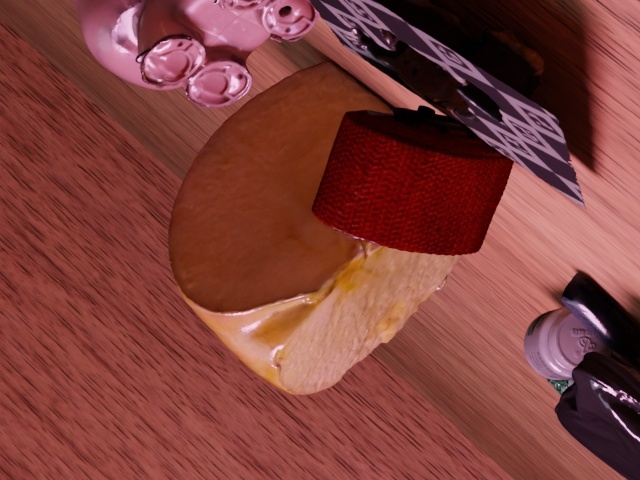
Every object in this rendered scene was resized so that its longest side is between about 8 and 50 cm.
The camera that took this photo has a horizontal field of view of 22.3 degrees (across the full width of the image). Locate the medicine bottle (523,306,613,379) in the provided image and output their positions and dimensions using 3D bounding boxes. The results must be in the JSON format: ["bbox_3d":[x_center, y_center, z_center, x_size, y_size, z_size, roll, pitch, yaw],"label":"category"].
[{"bbox_3d":[0.274,0.112,1.781,0.080,0.080,0.130,44,171,1],"label":"medicine bottle"}]

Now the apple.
[{"bbox_3d":[0.000,0.000,1.754,0.314,0.309,0.252,49,171,-17],"label":"apple"}]

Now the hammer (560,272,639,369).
[{"bbox_3d":[0.361,0.144,1.676,0.290,0.037,0.137,44,172,-1],"label":"hammer"}]

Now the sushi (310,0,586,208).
[{"bbox_3d":[0.105,-0.155,1.304,0.294,0.059,0.292,37,179,20],"label":"sushi"}]

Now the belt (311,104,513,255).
[{"bbox_3d":[0.090,-0.062,1.481,0.128,0.124,0.201,29,-163,38],"label":"belt"}]

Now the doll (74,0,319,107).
[{"bbox_3d":[-0.145,-0.270,1.645,0.284,0.216,0.268,26,-149,-48],"label":"doll"}]

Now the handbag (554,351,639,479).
[{"bbox_3d":[0.337,0.202,1.682,0.192,0.075,0.332,38,170,12],"label":"handbag"}]

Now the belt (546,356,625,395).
[{"bbox_3d":[0.322,0.182,1.906,0.121,0.079,0.151,49,170,-33],"label":"belt"}]
